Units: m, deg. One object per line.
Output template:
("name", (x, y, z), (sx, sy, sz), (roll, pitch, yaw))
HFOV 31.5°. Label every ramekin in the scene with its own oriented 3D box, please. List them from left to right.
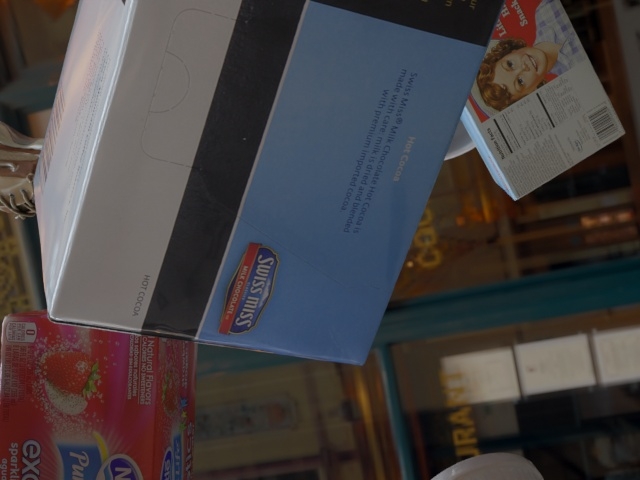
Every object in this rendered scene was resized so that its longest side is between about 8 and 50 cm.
("ramekin", (0.215, 0.383, 1.456), (0.109, 0.207, 0.207), (57, 175, 48))

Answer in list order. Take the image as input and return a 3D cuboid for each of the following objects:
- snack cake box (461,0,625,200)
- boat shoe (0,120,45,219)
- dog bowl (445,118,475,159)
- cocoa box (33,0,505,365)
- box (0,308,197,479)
("snack cake box", (0.216, -0.198, 1.293), (0.264, 0.152, 0.089), (58, -177, -21))
("boat shoe", (-0.417, -0.082, 1.641), (0.116, 0.324, 0.123), (-57, -40, -18))
("dog bowl", (0.125, -0.235, 1.548), (0.104, 0.265, 0.264), (-82, -25, -44))
("cocoa box", (-0.043, -0.126, 0.782), (0.231, 0.228, 0.347), (-120, 45, -59))
("box", (-0.168, 0.181, 0.869), (0.128, 0.123, 0.256), (10, -97, -83))
